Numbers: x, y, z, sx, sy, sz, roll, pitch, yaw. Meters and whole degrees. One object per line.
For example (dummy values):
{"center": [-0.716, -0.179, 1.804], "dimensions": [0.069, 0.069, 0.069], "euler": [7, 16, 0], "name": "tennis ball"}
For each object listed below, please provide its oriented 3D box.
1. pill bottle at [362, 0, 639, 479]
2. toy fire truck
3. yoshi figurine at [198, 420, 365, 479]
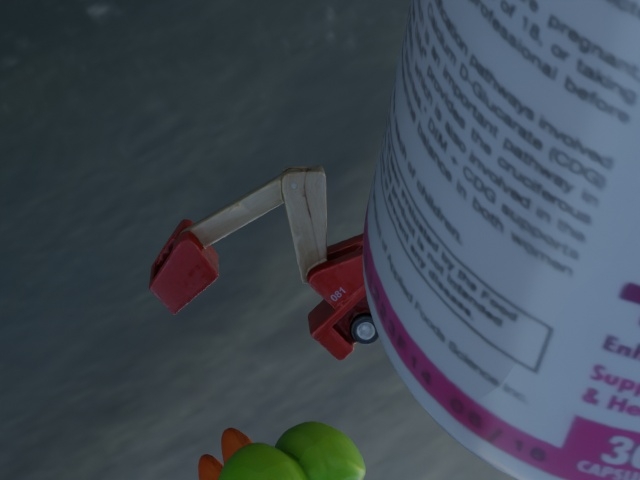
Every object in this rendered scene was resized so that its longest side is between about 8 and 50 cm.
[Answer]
{"center": [0.104, -0.069, 0.399], "dimensions": [0.160, 0.160, 0.283], "euler": [-19, 146, -21], "name": "pill bottle"}
{"center": [0.000, 0.000, 1.045], "dimensions": [0.192, 0.135, 0.047], "euler": [-43, -166, 9], "name": "toy fire truck"}
{"center": [-0.014, 0.271, 0.951], "dimensions": [0.203, 0.203, 0.362], "euler": [-63, 166, -47], "name": "yoshi figurine"}
